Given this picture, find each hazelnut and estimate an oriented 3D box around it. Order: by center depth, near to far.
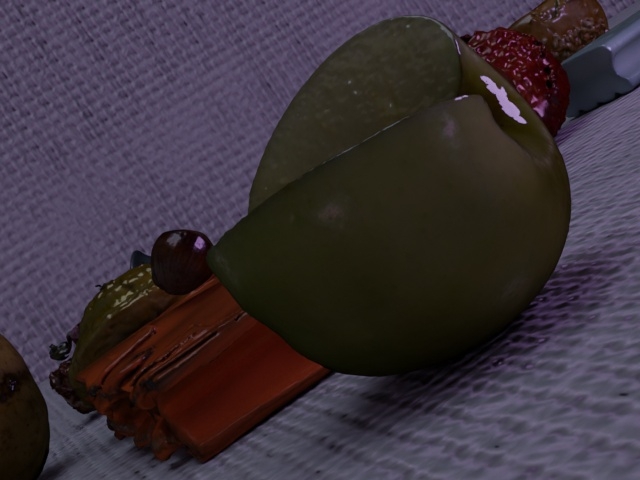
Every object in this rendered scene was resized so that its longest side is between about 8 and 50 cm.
[{"bbox_3d":[-0.160,0.025,1.628,0.086,0.086,0.086,-32,4,3],"label":"hazelnut"}]

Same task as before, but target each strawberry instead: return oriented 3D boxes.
[{"bbox_3d":[0.280,-0.206,2.103,0.205,0.205,0.244,-31,19,15],"label":"strawberry"}]

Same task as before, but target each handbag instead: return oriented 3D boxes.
[{"bbox_3d":[-0.103,0.108,1.541,0.303,0.116,0.410,-35,7,-19],"label":"handbag"}]

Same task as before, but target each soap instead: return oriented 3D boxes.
[{"bbox_3d":[0.498,-0.305,2.239,0.265,0.087,0.160,-35,5,-33],"label":"soap"}]

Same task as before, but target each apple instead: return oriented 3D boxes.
[{"bbox_3d":[0.066,-0.017,1.134,0.258,0.233,0.295,-44,15,19],"label":"apple"}]

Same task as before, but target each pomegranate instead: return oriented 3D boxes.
[{"bbox_3d":[-0.500,0.242,1.876,0.281,0.281,0.281,-32,4,3],"label":"pomegranate"}]

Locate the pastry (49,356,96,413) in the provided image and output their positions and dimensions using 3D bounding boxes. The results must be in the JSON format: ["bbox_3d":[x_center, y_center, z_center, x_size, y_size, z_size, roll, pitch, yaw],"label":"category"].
[{"bbox_3d":[-0.359,0.219,2.277,0.115,0.097,0.208,-27,4,12],"label":"pastry"}]

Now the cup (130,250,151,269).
[{"bbox_3d":[-0.209,0.097,2.281,0.150,0.199,0.199,-13,6,4],"label":"cup"}]

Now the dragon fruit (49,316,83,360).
[{"bbox_3d":[-0.329,0.169,2.483,0.282,0.147,0.211,-34,13,7],"label":"dragon fruit"}]

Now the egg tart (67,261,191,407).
[{"bbox_3d":[-0.215,0.108,1.863,0.290,0.115,0.290,-29,-21,-12],"label":"egg tart"}]

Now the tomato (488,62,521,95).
[{"bbox_3d":[0.183,-0.140,1.870,0.184,0.208,0.208,-2,21,31],"label":"tomato"}]

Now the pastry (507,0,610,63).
[{"bbox_3d":[0.431,-0.341,2.609,0.255,0.162,0.311,-42,-7,8],"label":"pastry"}]
